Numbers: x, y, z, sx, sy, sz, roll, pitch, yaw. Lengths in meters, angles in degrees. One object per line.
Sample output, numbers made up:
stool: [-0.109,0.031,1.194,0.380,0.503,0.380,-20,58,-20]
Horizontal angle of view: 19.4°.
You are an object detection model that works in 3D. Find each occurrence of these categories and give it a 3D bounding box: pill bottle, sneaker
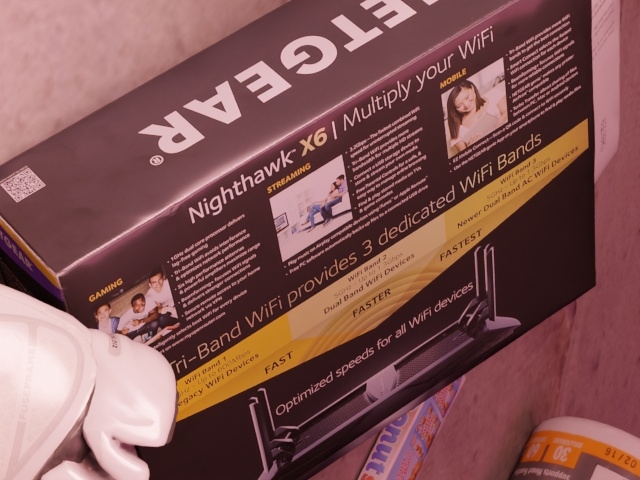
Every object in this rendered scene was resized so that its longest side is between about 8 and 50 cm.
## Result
pill bottle: [0.209,0.308,1.649,0.278,0.162,0.162,-61,154,-22]
sneaker: [-0.184,0.146,0.788,0.118,0.110,0.292,33,91,-21]

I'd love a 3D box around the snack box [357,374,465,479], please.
snack box: [0.058,0.161,1.392,0.178,0.022,0.064,-62,154,-19]

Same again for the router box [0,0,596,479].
router box: [0.000,0.000,0.943,0.309,0.081,0.243,-32,141,-20]

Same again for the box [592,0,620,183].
box: [0.100,-0.079,1.184,0.181,0.119,0.182,-54,150,-33]
